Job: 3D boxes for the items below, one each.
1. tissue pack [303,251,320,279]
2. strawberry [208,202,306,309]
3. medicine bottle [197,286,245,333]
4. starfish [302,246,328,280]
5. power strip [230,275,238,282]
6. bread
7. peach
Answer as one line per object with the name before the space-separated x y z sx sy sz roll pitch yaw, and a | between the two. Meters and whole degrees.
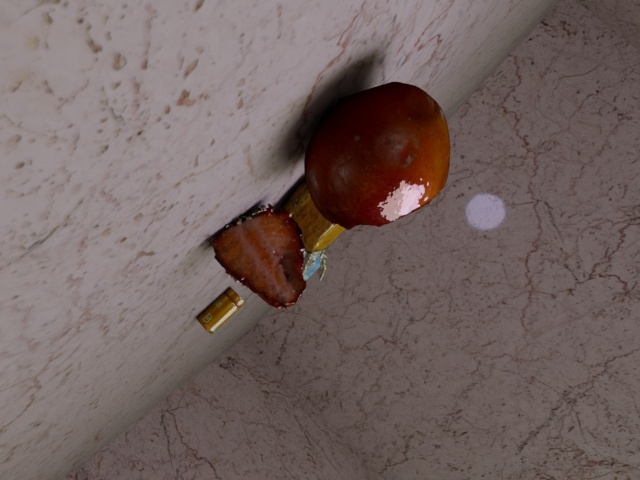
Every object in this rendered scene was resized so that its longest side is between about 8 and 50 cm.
tissue pack | -0.099 0.091 2.019 0.177 0.089 0.263 -45 146 7
strawberry | -0.148 0.046 1.150 0.253 0.280 0.150 -52 -179 -31
medicine bottle | -0.419 0.297 1.718 0.192 0.096 0.096 -43 173 -14
starfish | 0.003 0.002 1.743 0.078 0.357 0.347 0 -154 29
power strip | -0.238 0.063 1.575 0.338 0.058 0.098 -38 171 -50
bread | -0.002 -0.096 1.441 0.337 0.204 0.358 -42 175 9
peach | 0.140 -0.228 1.031 0.406 0.309 0.335 -32 -153 -19
